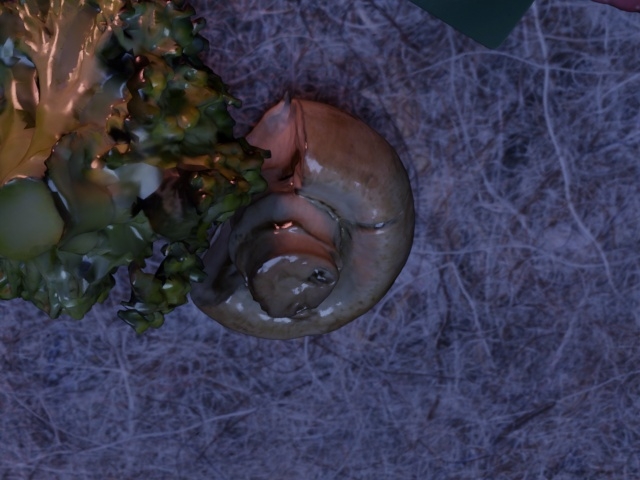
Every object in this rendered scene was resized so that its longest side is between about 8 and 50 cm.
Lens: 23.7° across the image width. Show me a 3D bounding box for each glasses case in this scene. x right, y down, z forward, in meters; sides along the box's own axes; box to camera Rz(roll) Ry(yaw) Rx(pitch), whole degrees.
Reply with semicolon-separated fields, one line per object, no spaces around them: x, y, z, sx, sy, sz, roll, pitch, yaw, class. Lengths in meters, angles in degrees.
0.115;-0.259;1.454;0.184;0.039;0.077;28;113;-21;glasses case

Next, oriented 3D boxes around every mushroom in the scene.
0.000;0.000;1.501;0.189;0.195;0.253;16;119;-20;mushroom

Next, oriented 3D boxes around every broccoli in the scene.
-0.222;-0.071;1.413;0.334;0.272;0.324;-13;141;16;broccoli

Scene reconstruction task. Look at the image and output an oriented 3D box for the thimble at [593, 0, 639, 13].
0.275;-0.290;1.386;0.190;0.163;0.125;18;117;-8;thimble
